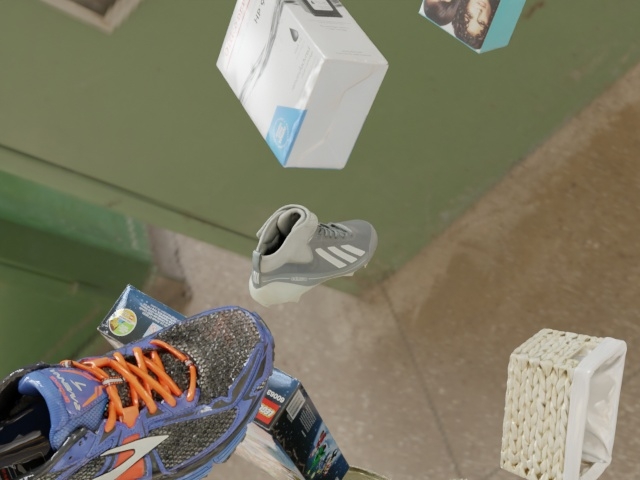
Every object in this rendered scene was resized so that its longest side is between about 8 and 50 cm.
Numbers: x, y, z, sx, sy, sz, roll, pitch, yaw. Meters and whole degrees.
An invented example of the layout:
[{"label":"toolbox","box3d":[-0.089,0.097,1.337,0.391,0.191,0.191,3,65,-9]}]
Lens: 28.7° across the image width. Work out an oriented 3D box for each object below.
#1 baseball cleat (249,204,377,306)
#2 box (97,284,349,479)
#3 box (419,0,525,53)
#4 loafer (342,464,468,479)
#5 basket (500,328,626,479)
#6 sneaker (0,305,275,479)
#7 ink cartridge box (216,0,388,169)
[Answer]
[{"label":"baseball cleat","box3d":[0.000,0.000,1.413,0.072,0.206,0.109,22,125,29]},{"label":"box","box3d":[-0.070,0.131,1.006,0.159,0.233,0.044,26,72,22]},{"label":"box","box3d":[0.200,-0.343,1.408,0.100,0.060,0.244,39,129,26]},{"label":"loafer","box3d":[0.108,0.267,1.199,0.268,0.102,0.092,20,104,40]},{"label":"basket","box3d":[0.280,0.195,1.455,0.103,0.113,0.167,15,113,31]},{"label":"sneaker","box3d":[-0.116,0.094,0.638,0.083,0.221,0.087,47,153,28]},{"label":"ink cartridge box","box3d":[-0.026,-0.152,1.006,0.180,0.060,0.104,57,136,40]}]
